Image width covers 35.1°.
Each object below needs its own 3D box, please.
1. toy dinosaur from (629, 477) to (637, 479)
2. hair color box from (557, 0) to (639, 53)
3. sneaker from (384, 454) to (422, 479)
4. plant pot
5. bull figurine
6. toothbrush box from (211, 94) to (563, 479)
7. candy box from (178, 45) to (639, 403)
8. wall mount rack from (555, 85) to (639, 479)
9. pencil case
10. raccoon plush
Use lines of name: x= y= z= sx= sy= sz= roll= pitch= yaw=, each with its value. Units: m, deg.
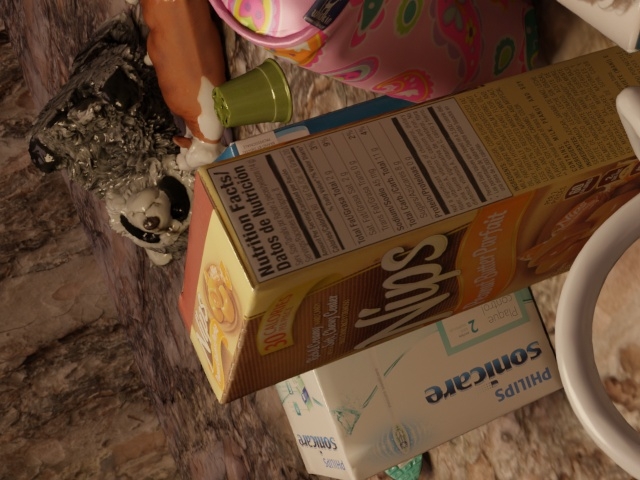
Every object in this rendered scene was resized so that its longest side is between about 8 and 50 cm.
toy dinosaur: x=0.231 y=0.189 z=0.607 sx=0.295 sy=0.200 sz=0.127 roll=-13 pitch=96 yaw=69
hair color box: x=0.124 y=-0.277 z=0.597 sx=0.347 sy=0.105 sz=0.174 roll=51 pitch=152 yaw=40
sneaker: x=0.077 y=0.237 z=1.243 sx=0.166 sy=0.065 sz=0.076 roll=55 pitch=171 yaw=41
plant pot: x=-0.088 y=-0.173 z=1.241 sx=0.083 sy=0.079 sz=0.083 roll=52 pitch=153 yaw=40
bull figurine: x=-0.190 y=-0.249 z=1.394 sx=0.188 sy=0.101 sz=0.310 roll=51 pitch=152 yaw=45
toothbrush box: x=0.050 y=0.034 z=0.895 sx=0.296 sy=0.216 sz=0.126 roll=71 pitch=159 yaw=1
candy box: x=0.071 y=-0.011 z=0.663 sx=0.088 sy=0.316 sz=0.183 roll=62 pitch=158 yaw=22
wall mount rack: x=0.269 y=0.019 z=0.322 sx=0.130 sy=0.350 sz=0.304 roll=33 pitch=-153 yaw=-61
pencil case: x=0.047 y=-0.159 z=0.664 sx=0.124 sy=0.284 sz=0.124 roll=-2 pitch=86 yaw=32
raccoon plush: x=-0.259 y=-0.174 z=1.618 sx=0.216 sy=0.446 sz=0.299 roll=-25 pitch=122 yaw=31
